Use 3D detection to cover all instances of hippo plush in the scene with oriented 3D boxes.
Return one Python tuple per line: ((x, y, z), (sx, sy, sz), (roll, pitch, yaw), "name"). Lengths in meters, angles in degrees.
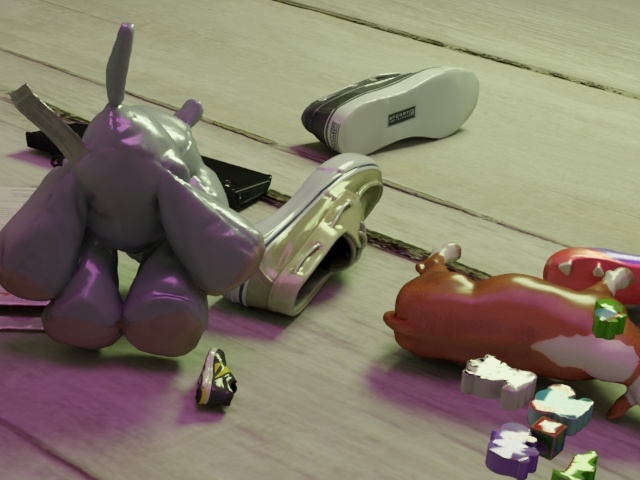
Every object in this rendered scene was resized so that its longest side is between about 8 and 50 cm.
((-0.201, -0.038, 1.361), (0.234, 0.294, 0.236), (-31, 13, 3), "hippo plush")

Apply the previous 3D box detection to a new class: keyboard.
((-0.232, -0.090, 1.738), (0.317, 0.033, 0.201), (16, 18, 24), "keyboard")

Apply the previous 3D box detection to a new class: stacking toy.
((0.170, 0.149, 1.100), (0.052, 0.167, 0.221), (21, 28, 31), "stacking toy")

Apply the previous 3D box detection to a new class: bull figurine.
((0.221, 0.083, 1.360), (0.310, 0.101, 0.188), (13, 20, 10), "bull figurine")

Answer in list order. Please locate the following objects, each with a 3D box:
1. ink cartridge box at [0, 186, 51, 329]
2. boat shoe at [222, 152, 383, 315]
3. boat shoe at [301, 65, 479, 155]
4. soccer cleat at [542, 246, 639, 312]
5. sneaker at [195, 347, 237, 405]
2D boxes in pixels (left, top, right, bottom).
((-0.305, 0.030, 1.435), (0.181, 0.056, 0.224), (2, 42, -11), "ink cartridge box")
((0.000, 0.000, 1.520), (0.094, 0.109, 0.302), (28, 39, 17), "boat shoe")
((0.102, -0.193, 1.988), (0.301, 0.108, 0.102), (-23, 37, -37), "boat shoe")
((0.367, 0.048, 1.511), (0.248, 0.083, 0.095), (7, 18, 9), "soccer cleat")
((-0.093, 0.128, 1.266), (0.035, 0.031, 0.083), (19, 26, -6), "sneaker")
